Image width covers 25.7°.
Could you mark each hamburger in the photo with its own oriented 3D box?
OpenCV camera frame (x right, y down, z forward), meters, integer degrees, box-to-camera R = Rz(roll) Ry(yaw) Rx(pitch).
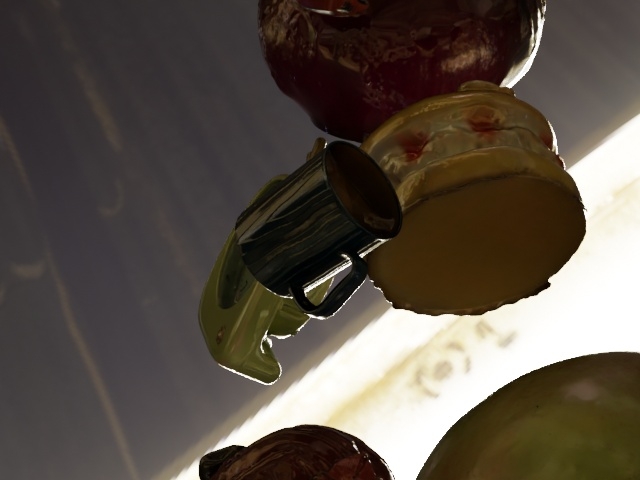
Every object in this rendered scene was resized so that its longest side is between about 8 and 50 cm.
[{"bbox_3d":[0.178,-0.052,1.620,0.261,0.303,0.186,-45,-139,38],"label":"hamburger"}]

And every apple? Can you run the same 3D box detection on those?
[{"bbox_3d":[0.213,0.233,0.968,0.277,0.319,0.319,-31,-147,-27],"label":"apple"}]

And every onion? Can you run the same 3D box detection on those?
[{"bbox_3d":[0.112,-0.357,1.846,0.398,0.420,0.398,4,-140,-3],"label":"onion"}]

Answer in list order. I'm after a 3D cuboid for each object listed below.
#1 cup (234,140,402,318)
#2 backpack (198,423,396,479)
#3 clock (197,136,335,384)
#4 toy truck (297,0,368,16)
[{"bbox_3d":[-0.007,-0.008,1.417,0.138,0.113,0.150,-35,-155,30],"label":"cup"},{"bbox_3d":[-0.021,0.284,1.408,0.229,0.229,0.139,-32,-168,16],"label":"backpack"},{"bbox_3d":[-0.049,0.018,1.823,0.308,0.096,0.235,-61,-162,11],"label":"clock"},{"bbox_3d":[-0.008,-0.381,1.604,0.107,0.252,0.114,17,-154,41],"label":"toy truck"}]
